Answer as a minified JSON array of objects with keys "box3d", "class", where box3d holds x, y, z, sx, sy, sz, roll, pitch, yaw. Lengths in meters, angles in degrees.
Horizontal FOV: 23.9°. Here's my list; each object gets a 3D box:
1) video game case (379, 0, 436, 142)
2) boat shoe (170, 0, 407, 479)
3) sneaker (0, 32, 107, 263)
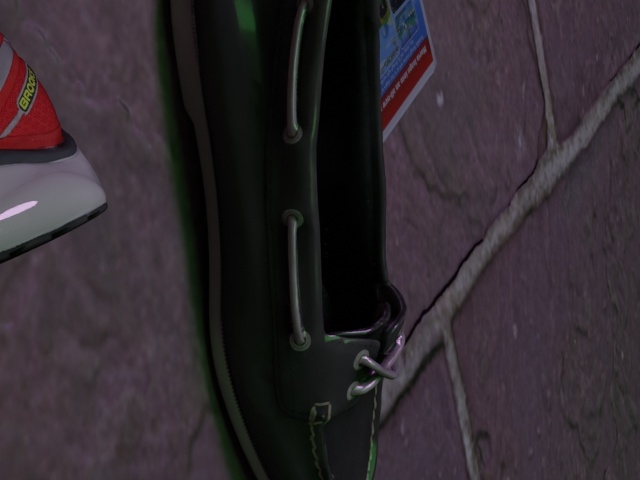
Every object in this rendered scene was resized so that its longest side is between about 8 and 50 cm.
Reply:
[{"box3d":[0.001,-0.193,0.899,0.204,0.025,0.285,-55,135,-54],"class":"video game case"},{"box3d":[0.000,0.000,0.788,0.112,0.095,0.335,-37,120,-61],"class":"boat shoe"},{"box3d":[-0.176,-0.023,0.447,0.118,0.107,0.279,65,24,-2],"class":"sneaker"}]
